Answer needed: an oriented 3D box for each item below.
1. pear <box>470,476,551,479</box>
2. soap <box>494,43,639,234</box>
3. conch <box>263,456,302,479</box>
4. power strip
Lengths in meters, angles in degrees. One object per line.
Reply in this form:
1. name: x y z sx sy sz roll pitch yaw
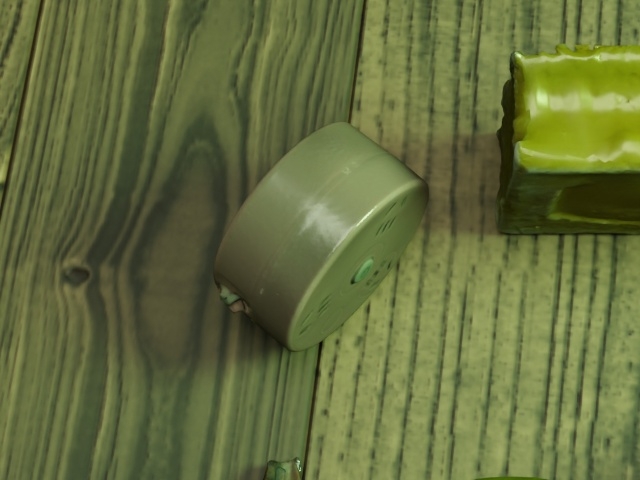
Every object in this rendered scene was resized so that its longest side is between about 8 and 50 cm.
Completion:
1. pear: 0.130 0.279 0.983 0.294 0.294 0.294 -1 72 3
2. soap: 0.278 -0.062 1.140 0.315 0.199 0.091 2 78 2
3. conch: -0.031 0.259 1.113 0.086 0.080 0.233 4 46 -29
4. power strip: 0.000 0.000 1.154 0.078 0.154 0.154 39 78 15
